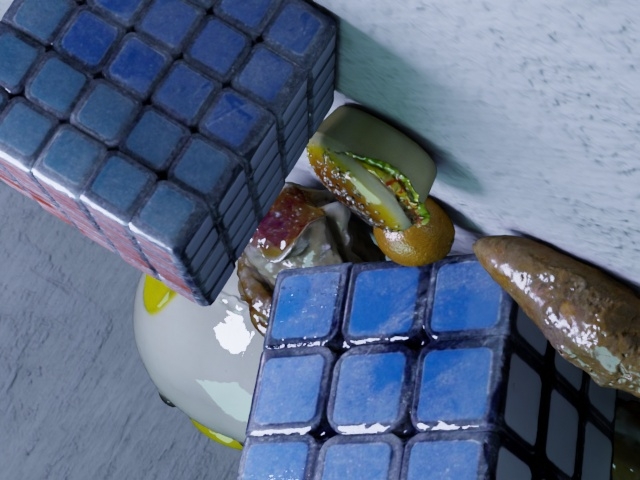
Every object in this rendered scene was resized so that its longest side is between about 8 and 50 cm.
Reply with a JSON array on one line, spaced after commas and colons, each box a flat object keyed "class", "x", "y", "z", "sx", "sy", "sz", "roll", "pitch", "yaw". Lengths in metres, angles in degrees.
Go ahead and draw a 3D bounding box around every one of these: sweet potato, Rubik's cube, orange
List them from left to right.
[{"class": "Rubik's cube", "x": -0.139, "y": -0.115, "z": 1.408, "sx": 0.237, "sy": 0.237, "sz": 0.238, "roll": 30, "pitch": 170, "yaw": 6}, {"class": "orange", "x": 0.095, "y": -0.010, "z": 1.701, "sx": 0.085, "sy": 0.085, "sz": 0.085, "roll": 31, "pitch": 172, "yaw": 5}, {"class": "Rubik's cube", "x": 0.121, "y": 0.212, "z": 1.792, "sx": 0.305, "sy": 0.301, "sz": 0.304, "roll": -6, "pitch": 151, "yaw": 33}, {"class": "sweet potato", "x": 0.281, "y": 0.093, "z": 1.558, "sx": 0.341, "sy": 0.092, "sz": 0.114, "roll": 31, "pitch": -172, "yaw": 10}]

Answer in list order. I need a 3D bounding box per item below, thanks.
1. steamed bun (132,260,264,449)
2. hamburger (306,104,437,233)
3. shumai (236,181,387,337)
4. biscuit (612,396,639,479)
[{"class": "steamed bun", "x": -0.087, "y": 0.130, "z": 2.370, "sx": 0.374, "sy": 0.334, "sz": 0.334, "roll": 25, "pitch": 170, "yaw": 17}, {"class": "hamburger", "x": 0.048, "y": -0.061, "z": 1.547, "sx": 0.141, "sy": 0.081, "sz": 0.126, "roll": 30, "pitch": 171, "yaw": 23}, {"class": "shumai", "x": 0.002, "y": 0.003, "z": 1.977, "sx": 0.184, "sy": 0.218, "sz": 0.185, "roll": 36, "pitch": 134, "yaw": 10}, {"class": "biscuit", "x": 0.427, "y": 0.295, "z": 2.118, "sx": 0.268, "sy": 0.115, "sz": 0.366, "roll": 33, "pitch": 170, "yaw": -6}]
